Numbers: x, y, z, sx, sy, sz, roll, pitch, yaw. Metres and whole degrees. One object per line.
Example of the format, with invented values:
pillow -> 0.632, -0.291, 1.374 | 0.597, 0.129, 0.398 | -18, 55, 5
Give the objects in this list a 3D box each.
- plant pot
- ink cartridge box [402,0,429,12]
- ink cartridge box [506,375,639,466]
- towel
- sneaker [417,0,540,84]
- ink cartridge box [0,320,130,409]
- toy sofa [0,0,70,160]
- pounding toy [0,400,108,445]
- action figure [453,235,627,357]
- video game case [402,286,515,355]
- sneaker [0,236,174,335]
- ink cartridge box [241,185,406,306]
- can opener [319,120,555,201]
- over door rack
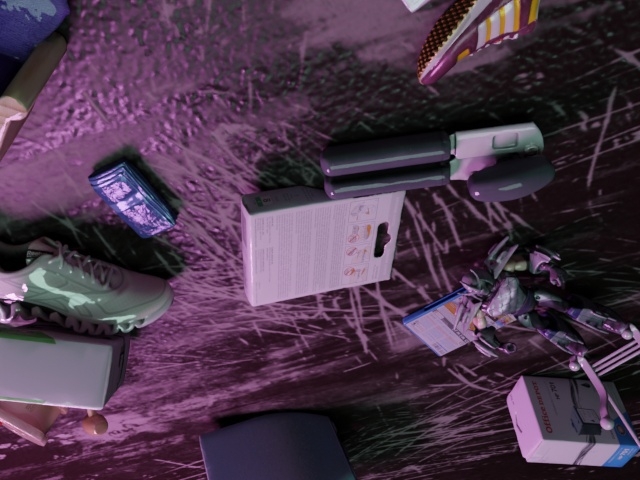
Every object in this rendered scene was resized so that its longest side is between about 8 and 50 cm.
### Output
plant pot -> -0.055, 0.480, 1.170 | 0.252, 0.247, 0.247 | -25, 131, -5
ink cartridge box -> 0.096, -0.338, 0.579 | 0.145, 0.045, 0.179 | -32, 108, 24
ink cartridge box -> 0.465, 0.335, 1.120 | 0.191, 0.139, 0.082 | 7, 132, -9
towel -> -0.252, -0.053, 0.813 | 0.067, 0.029, 0.119 | -22, 130, 17
sneaker -> 0.183, -0.231, 0.647 | 0.084, 0.069, 0.185 | 28, 126, -18
ink cartridge box -> -0.380, 0.179, 0.896 | 0.160, 0.092, 0.219 | 9, 175, -11
toy sofa -> -0.442, -0.230, 0.565 | 0.363, 0.150, 0.177 | 26, 127, -23
pounding toy -> -0.502, 0.257, 1.054 | 0.269, 0.154, 0.154 | 41, 148, -22
action figure -> 0.324, 0.099, 0.924 | 0.285, 0.099, 0.185 | 20, 117, -25
video game case -> 0.239, 0.128, 1.008 | 0.166, 0.015, 0.119 | -32, 125, 24
sneaker -> -0.360, 0.060, 0.866 | 0.292, 0.110, 0.118 | 6, 121, -10
ink cartridge box -> 0.000, 0.000, 0.873 | 0.225, 0.056, 0.180 | -12, 134, -17
can opener -> 0.143, -0.088, 0.755 | 0.284, 0.095, 0.076 | -8, 131, 4
over door rack -> 0.593, 0.274, 0.967 | 0.239, 0.324, 0.108 | -44, 157, 31
